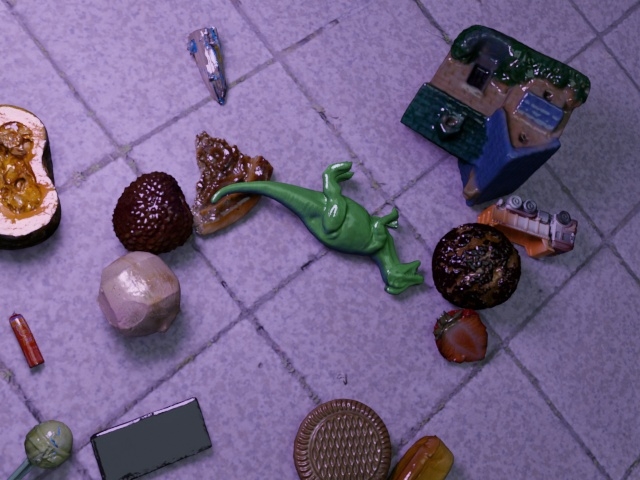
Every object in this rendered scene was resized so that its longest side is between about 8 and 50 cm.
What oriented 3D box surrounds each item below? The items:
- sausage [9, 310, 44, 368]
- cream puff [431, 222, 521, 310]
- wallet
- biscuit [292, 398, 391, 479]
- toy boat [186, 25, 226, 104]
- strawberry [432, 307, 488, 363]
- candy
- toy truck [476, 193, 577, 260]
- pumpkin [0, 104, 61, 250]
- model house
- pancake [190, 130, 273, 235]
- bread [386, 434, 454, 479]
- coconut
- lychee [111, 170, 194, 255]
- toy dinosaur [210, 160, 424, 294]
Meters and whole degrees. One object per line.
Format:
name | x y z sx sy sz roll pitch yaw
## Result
sausage | -0.646 0.214 1.407 0.034 0.034 0.129 -24 85 -21
cream puff | 0.413 0.069 1.689 0.239 0.165 0.239 0 92 -11
wallet | -0.376 0.449 1.437 0.244 0.025 0.124 -18 83 -19
biscuit | 0.055 0.507 1.528 0.259 0.079 0.259 5 74 -17
toy boat | -0.287 -0.453 1.669 0.084 0.066 0.210 -16 91 13
strawberry | 0.371 0.247 1.685 0.146 0.082 0.187 -41 114 11
candy | -0.650 0.510 1.320 0.335 0.092 0.093 -45 129 -14
toy truck | 0.581 -0.036 1.805 0.270 0.114 0.135 16 73 -11
pumpkin | -0.702 -0.133 1.418 0.222 0.139 0.317 -9 81 -22
model house | 0.436 -0.316 1.722 0.382 0.334 0.342 33 68 4
pancake | -0.252 -0.165 1.608 0.266 0.057 0.244 -34 88 -22
bread | 0.221 0.579 1.553 0.094 0.102 0.245 46 70 -9
coconut | -0.398 0.127 1.430 0.194 0.194 0.194 4 76 -16
lychee | -0.390 -0.055 1.484 0.188 0.188 0.188 4 76 -16
toy dinosaur | 0.000 0.000 1.633 0.500 0.144 0.374 -15 94 -17
